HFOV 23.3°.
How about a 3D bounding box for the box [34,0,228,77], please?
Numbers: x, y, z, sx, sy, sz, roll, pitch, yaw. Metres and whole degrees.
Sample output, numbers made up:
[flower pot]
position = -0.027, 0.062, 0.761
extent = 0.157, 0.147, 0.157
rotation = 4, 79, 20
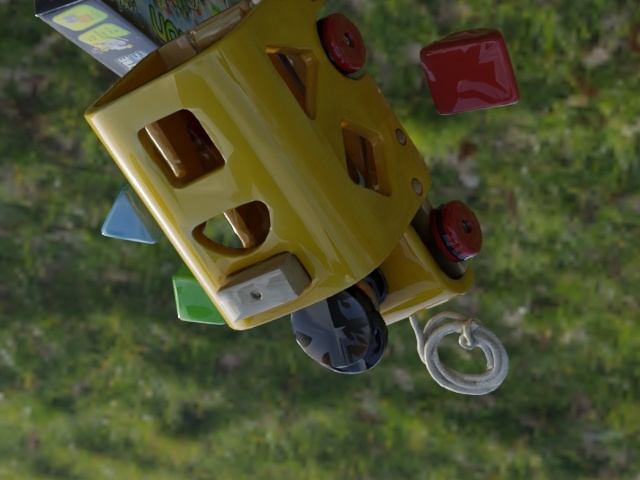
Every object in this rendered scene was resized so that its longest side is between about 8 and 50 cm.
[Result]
[box]
position = -0.107, -0.148, 0.909
extent = 0.036, 0.114, 0.207
rotation = -16, 162, 16

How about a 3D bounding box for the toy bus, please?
[toy bus]
position = -0.011, -0.008, 0.668
extent = 0.202, 0.191, 0.104
rotation = 19, -145, 12
